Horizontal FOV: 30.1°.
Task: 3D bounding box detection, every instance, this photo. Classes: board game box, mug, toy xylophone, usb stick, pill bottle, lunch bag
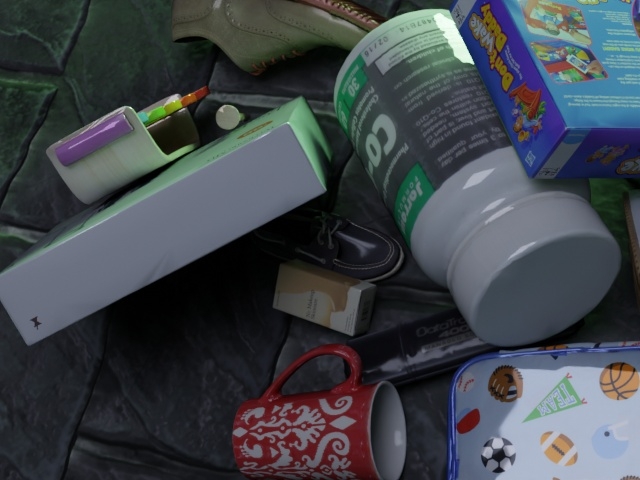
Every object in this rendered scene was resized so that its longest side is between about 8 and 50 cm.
[{"bbox_3d":[0.335,-0.180,1.260,0.347,0.078,0.233,-2,55,-26],"label":"board game box"},{"bbox_3d":[-0.002,0.200,1.322,0.169,0.113,0.150,-7,69,24],"label":"mug"},{"bbox_3d":[-0.210,-0.133,1.492,0.236,0.323,0.081,-28,97,0],"label":"toy xylophone"},{"bbox_3d":[0.155,0.110,1.338,0.278,0.045,0.077,-19,52,13],"label":"usb stick"},{"bbox_3d":[0.166,-0.074,1.304,0.204,0.204,0.361,-31,50,6],"label":"pill bottle"},{"bbox_3d":[0.280,0.228,1.192,0.303,0.115,0.243,-5,66,21],"label":"lunch bag"}]

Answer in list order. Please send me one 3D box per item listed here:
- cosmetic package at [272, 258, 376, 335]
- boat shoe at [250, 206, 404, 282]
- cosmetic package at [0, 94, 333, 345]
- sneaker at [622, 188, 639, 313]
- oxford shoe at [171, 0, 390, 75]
[{"bbox_3d":[0.004,0.067,1.408,0.115,0.041,0.060,16,105,28],"label":"cosmetic package"},{"bbox_3d":[0.000,0.000,1.440,0.206,0.065,0.075,13,72,27],"label":"boat shoe"},{"bbox_3d":[-0.171,-0.034,1.406,0.377,0.284,0.097,-27,102,8],"label":"cosmetic package"},{"bbox_3d":[0.392,0.017,1.197,0.153,0.099,0.282,-7,27,13],"label":"sneaker"},{"bbox_3d":[-0.048,-0.278,1.586,0.348,0.123,0.130,20,101,27],"label":"oxford shoe"}]
